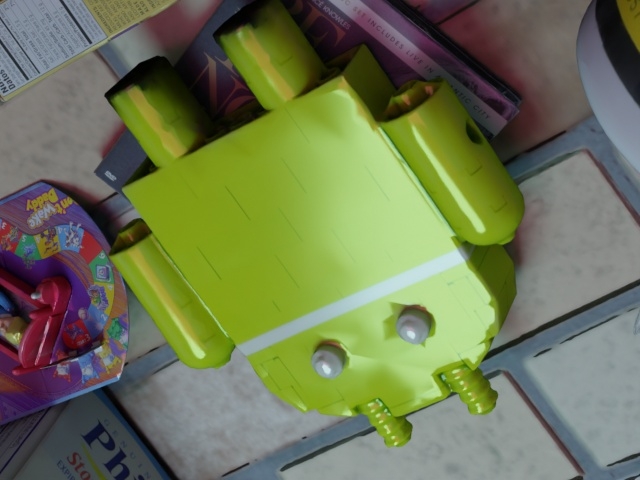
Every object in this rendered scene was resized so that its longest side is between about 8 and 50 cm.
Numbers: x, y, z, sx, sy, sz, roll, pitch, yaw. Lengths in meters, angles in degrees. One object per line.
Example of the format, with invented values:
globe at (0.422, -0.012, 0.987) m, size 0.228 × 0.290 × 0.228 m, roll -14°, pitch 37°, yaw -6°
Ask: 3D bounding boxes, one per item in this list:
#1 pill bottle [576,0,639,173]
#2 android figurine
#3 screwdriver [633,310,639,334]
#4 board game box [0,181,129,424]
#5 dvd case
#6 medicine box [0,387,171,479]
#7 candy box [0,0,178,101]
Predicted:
pill bottle at (0.269, -0.156, 0.793) m, size 0.188 × 0.188 × 0.334 m, roll 34°, pitch 126°, yaw 0°
android figurine at (0.000, 0.000, 1.063) m, size 0.248 × 0.056 × 0.273 m, roll -23°, pitch 109°, yaw 31°
screwdriver at (0.193, -0.009, 1.017) m, size 0.024 × 0.025 × 0.170 m, roll 21°, pitch 124°, yaw 10°
board game box at (-0.197, 0.043, 1.172) m, size 0.168 × 0.033 × 0.133 m, roll -22°, pitch 86°, yaw 31°
dvd case at (-0.013, -0.058, 1.075) m, size 0.164 × 0.018 × 0.221 m, roll 39°, pitch 126°, yaw -4°
medicine box at (-0.208, 0.269, 1.274) m, size 0.289 × 0.149 × 0.263 m, roll -26°, pitch 108°, yaw 33°
candy box at (-0.096, -0.151, 0.997) m, size 0.186 × 0.109 × 0.053 m, roll -23°, pitch 109°, yaw 32°
